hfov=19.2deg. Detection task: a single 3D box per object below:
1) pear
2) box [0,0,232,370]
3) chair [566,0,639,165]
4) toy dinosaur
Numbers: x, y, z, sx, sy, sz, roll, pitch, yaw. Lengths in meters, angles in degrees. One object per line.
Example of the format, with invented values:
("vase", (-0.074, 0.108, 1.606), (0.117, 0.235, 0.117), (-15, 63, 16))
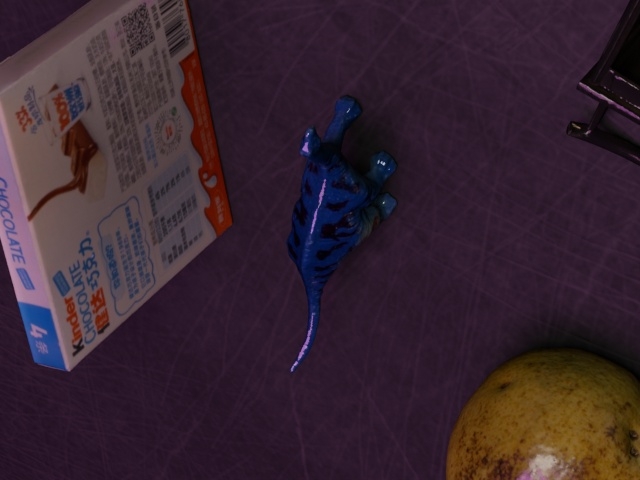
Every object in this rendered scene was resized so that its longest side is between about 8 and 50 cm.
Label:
("pear", (0.203, 0.196, 1.632), (0.197, 0.197, 0.197), (18, 129, 24))
("box", (-0.187, -0.067, 1.657), (0.048, 0.265, 0.273), (10, 125, 30))
("chair", (0.279, -0.116, 1.395), (0.154, 0.141, 0.260), (33, 131, 11))
("toy dinosaur", (0.014, -0.027, 1.654), (0.076, 0.144, 0.329), (24, 144, 13))
